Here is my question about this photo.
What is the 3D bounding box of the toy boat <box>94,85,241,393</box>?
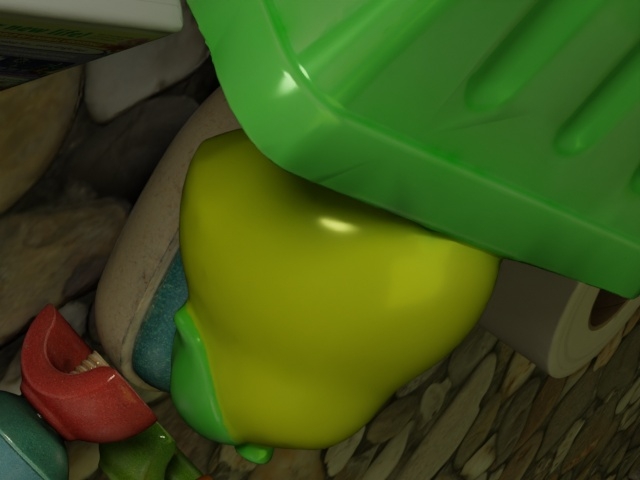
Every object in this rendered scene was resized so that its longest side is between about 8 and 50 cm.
[{"bbox_3d":[0.000,0.000,1.011,0.267,0.148,0.318,-59,155,10],"label":"toy boat"}]

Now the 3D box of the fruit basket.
[{"bbox_3d":[0.037,-0.070,0.790,0.392,0.283,0.392,-16,150,-9],"label":"fruit basket"}]

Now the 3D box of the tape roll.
[{"bbox_3d":[0.223,-0.016,1.370,0.246,0.169,0.246,-41,152,-28],"label":"tape roll"}]

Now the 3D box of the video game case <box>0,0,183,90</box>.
[{"bbox_3d":[-0.191,-0.074,0.566,0.212,0.193,0.023,-5,83,-59],"label":"video game case"}]

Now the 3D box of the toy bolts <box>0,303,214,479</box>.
[{"bbox_3d":[-0.152,0.181,0.937,0.158,0.218,0.228,-43,136,-11],"label":"toy bolts"}]
